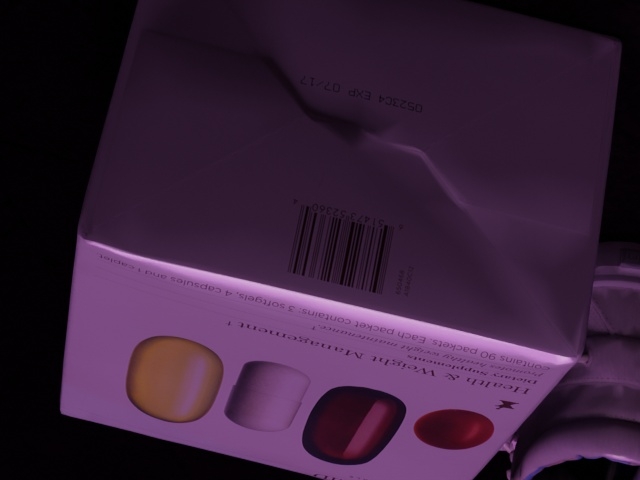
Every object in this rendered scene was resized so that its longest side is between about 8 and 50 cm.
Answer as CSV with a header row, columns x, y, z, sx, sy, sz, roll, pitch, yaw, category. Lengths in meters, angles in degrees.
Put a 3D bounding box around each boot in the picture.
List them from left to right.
x,y,z,sx,sy,sz,roll,pitch,yaw,category
0.116,0.101,0.940,0.095,0.123,0.258,16,155,-8,boot

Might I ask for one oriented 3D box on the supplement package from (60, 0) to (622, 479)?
x,y,z,sx,sy,sz,roll,pitch,yaw,category
0.000,0.000,0.750,0.194,0.149,0.203,14,154,-4,supplement package
